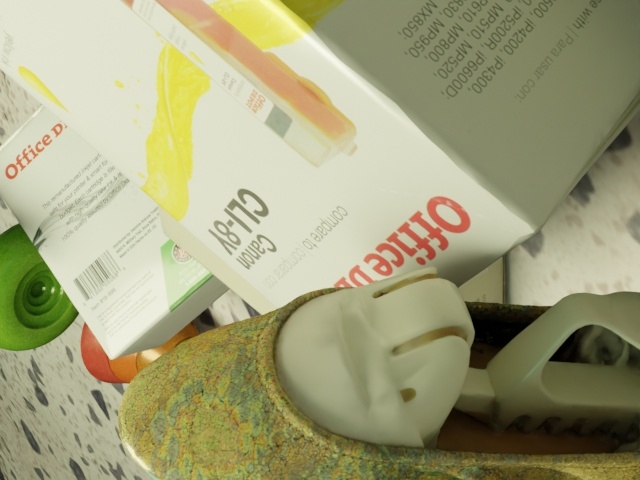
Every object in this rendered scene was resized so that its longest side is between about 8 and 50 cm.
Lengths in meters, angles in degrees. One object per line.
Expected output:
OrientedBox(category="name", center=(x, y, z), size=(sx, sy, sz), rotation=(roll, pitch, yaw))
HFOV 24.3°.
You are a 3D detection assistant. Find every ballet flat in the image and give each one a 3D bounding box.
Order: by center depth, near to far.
OrientedBox(category="ballet flat", center=(0.081, 0.067, 0.722), size=(0.123, 0.348, 0.123), rotation=(-174, 90, -74))

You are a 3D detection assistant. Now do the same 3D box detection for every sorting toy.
OrientedBox(category="sorting toy", center=(-0.210, 0.067, 1.323), size=(0.126, 0.127, 0.365), rotation=(27, 178, 37))

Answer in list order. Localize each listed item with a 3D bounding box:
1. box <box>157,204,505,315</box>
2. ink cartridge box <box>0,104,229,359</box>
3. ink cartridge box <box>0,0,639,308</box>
OrientedBox(category="box", center=(0.000, 0.000, 1.055), size=(0.275, 0.113, 0.094), rotation=(36, 145, 38))
OrientedBox(category="ink cartridge box", center=(-0.164, -0.029, 1.260), size=(0.153, 0.087, 0.208), rotation=(-39, 79, 21))
OrientedBox(category="ink cartridge box", center=(-0.040, -0.135, 0.805), size=(0.384, 0.160, 0.279), rotation=(41, 154, -2))
